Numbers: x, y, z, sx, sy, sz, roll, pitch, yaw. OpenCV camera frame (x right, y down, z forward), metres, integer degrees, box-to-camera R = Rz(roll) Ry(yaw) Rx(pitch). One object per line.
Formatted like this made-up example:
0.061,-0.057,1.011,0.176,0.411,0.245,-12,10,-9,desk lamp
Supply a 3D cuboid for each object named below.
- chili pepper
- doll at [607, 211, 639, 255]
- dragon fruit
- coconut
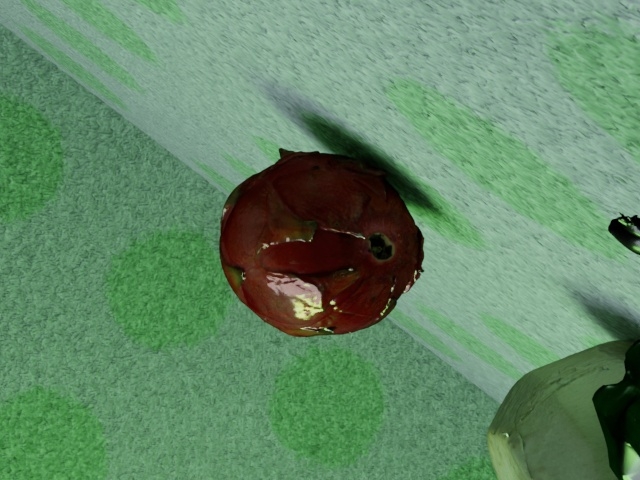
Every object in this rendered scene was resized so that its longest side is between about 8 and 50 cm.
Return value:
0.386,0.208,1.437,0.261,0.165,0.174,40,156,-6,chili pepper
0.298,0.033,1.027,0.219,0.067,0.091,32,172,-7,doll
-0.002,0.004,1.795,0.252,0.241,0.241,30,171,37,dragon fruit
0.326,0.229,1.654,0.245,0.247,0.245,158,90,-81,coconut
